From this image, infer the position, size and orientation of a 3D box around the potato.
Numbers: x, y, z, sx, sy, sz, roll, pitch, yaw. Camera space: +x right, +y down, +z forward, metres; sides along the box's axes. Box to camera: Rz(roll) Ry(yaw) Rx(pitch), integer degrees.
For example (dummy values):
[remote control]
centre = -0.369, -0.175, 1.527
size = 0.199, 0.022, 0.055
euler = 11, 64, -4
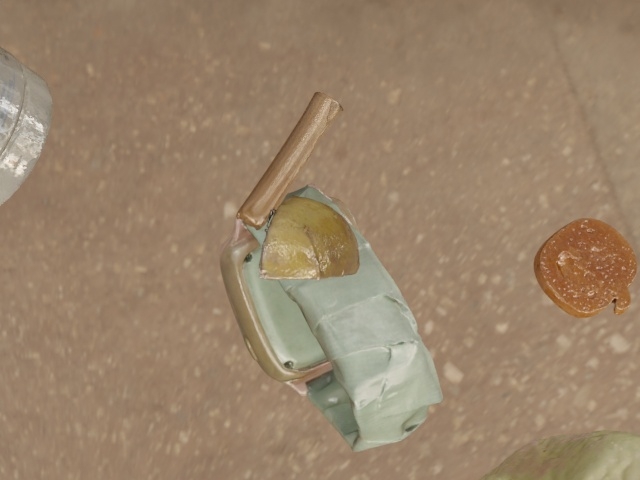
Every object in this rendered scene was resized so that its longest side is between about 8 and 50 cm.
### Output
[potato]
centre = 0.000, -0.001, 0.626
size = 0.036, 0.093, 0.037
euler = 8, 95, 12

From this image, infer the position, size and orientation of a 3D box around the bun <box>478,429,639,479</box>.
[bun]
centre = 0.261, 0.362, 1.313
size = 0.213, 0.361, 0.361
euler = -6, 68, -29

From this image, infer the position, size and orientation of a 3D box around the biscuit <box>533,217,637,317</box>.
[biscuit]
centre = 0.200, 0.023, 0.980
size = 0.091, 0.015, 0.078
euler = -31, 75, -34

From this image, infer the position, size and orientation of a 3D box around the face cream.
[face cream]
centre = -0.378, -0.128, 1.296
size = 0.153, 0.177, 0.177
euler = 36, 54, -44

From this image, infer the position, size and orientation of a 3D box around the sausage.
[sausage]
centre = -0.023, -0.058, 0.965
size = 0.026, 0.026, 0.116
euler = 32, 75, 3

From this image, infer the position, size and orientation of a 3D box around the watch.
[watch]
centre = 0.015, 0.085, 1.338
size = 0.162, 0.241, 0.253
euler = -25, 107, -12
